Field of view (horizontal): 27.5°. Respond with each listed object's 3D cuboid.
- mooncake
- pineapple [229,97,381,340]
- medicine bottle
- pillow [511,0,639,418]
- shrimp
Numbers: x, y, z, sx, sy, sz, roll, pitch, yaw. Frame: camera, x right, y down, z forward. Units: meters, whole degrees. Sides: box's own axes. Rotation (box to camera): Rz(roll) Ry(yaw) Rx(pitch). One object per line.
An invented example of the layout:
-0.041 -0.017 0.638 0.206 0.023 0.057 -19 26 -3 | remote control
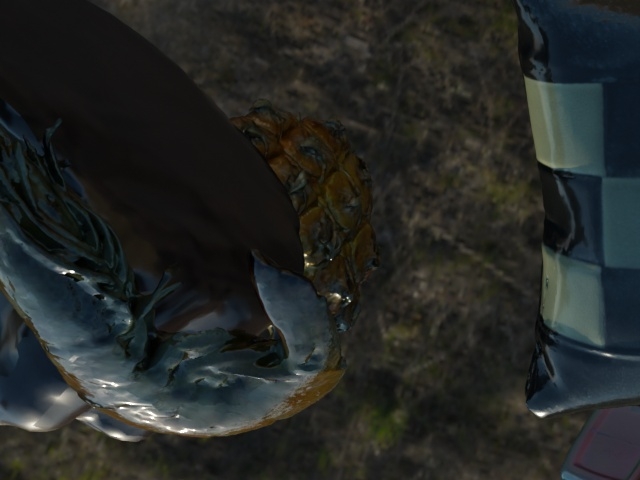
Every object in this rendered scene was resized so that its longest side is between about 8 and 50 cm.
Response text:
-0.191 -0.034 0.964 0.212 0.351 0.381 -49 67 25 | mooncake
0.004 -0.004 1.228 0.161 0.158 0.334 33 145 28 | pineapple
0.317 0.242 1.257 0.094 0.119 0.188 14 148 44 | medicine bottle
0.189 -0.029 0.654 0.186 0.106 0.249 -4 111 3 | pillow
-0.090 0.013 0.658 0.169 0.058 0.296 -11 136 18 | shrimp
